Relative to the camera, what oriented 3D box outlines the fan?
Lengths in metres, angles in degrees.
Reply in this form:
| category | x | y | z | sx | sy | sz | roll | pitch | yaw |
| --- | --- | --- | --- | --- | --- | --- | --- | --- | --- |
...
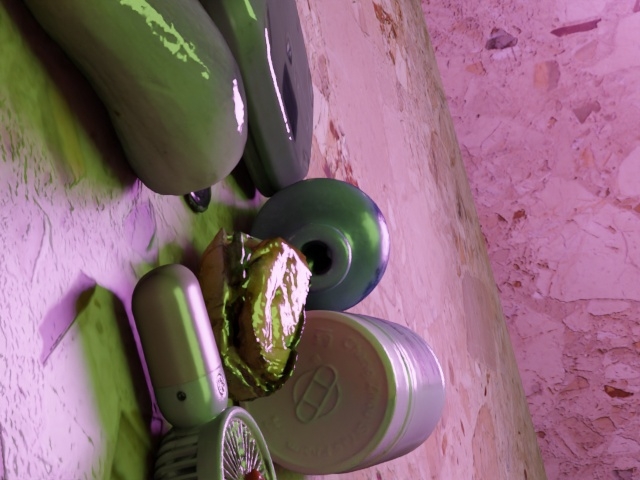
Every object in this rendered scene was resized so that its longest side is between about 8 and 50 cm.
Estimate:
| category | x | y | z | sx | sy | sz | roll | pitch | yaw |
| --- | --- | --- | --- | --- | --- | --- | --- | --- | --- |
| fan | -0.087 | 0.137 | 0.973 | 0.130 | 0.074 | 0.244 | -36 | 112 | -75 |

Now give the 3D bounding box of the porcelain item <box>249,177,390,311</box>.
| category | x | y | z | sx | sy | sz | roll | pitch | yaw |
| --- | --- | --- | --- | --- | --- | --- | --- | --- | --- |
| porcelain item | 0.000 | 0.000 | 1.339 | 0.259 | 0.141 | 0.141 | -80 | 156 | -82 |

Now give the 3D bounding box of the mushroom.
| category | x | y | z | sx | sy | sz | roll | pitch | yaw |
| --- | --- | --- | --- | --- | --- | --- | --- | --- | --- |
| mushroom | -0.149 | -0.162 | 0.959 | 0.159 | 0.122 | 0.328 | 43 | -10 | 34 |

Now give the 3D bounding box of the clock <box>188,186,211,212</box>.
| category | x | y | z | sx | sy | sz | roll | pitch | yaw |
| --- | --- | --- | --- | --- | --- | --- | --- | --- | --- |
| clock | -0.115 | -0.067 | 1.175 | 0.074 | 0.010 | 0.083 | -79 | 153 | -59 |

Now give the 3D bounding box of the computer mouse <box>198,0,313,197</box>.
| category | x | y | z | sx | sy | sz | roll | pitch | yaw |
| --- | --- | --- | --- | --- | --- | --- | --- | --- | --- |
| computer mouse | -0.071 | -0.184 | 1.293 | 0.331 | 0.095 | 0.197 | 76 | 18 | -52 |

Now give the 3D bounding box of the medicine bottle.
| category | x | y | z | sx | sy | sz | roll | pitch | yaw |
| --- | --- | --- | --- | --- | --- | --- | --- | --- | --- |
| medicine bottle | 0.028 | 0.145 | 1.262 | 0.254 | 0.152 | 0.152 | 24 | 55 | -74 |

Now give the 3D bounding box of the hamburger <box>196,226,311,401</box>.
| category | x | y | z | sx | sy | sz | roll | pitch | yaw |
| --- | --- | --- | --- | --- | --- | --- | --- | --- | --- |
| hamburger | -0.072 | 0.046 | 1.115 | 0.102 | 0.087 | 0.176 | 53 | 33 | -32 |
